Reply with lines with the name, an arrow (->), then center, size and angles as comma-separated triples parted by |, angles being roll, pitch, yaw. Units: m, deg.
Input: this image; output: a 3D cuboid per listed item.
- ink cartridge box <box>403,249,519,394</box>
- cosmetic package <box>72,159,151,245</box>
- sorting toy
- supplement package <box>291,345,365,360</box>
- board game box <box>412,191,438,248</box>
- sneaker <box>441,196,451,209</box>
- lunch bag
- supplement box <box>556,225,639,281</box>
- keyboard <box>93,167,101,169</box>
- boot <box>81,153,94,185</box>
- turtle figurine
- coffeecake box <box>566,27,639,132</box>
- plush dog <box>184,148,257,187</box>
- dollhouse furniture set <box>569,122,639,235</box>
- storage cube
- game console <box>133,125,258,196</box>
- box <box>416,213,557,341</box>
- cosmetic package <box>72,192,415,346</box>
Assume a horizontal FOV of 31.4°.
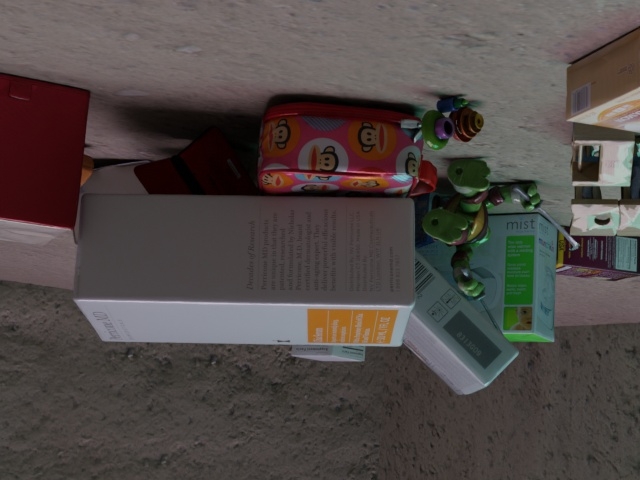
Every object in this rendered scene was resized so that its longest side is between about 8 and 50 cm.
ink cartridge box -> 0.184, 0.134, 2.013 | 0.308, 0.091, 0.385 | 44, 173, 7
cosmetic package -> -0.327, -0.036, 2.026 | 0.153, 0.129, 0.296 | -9, 168, 7
sorting toy -> 0.173, -0.151, 1.442 | 0.042, 0.061, 0.102 | -6, -171, 44
supplement package -> 0.026, 0.174, 2.829 | 0.139, 0.244, 0.134 | -4, 168, 39
board game box -> 0.181, -0.035, 2.017 | 0.020, 0.090, 0.090 | 9, 169, -17
sneaker -> 0.230, -0.049, 2.055 | 0.067, 0.042, 0.118 | 6, 163, -37
lunch bag -> 0.039, -0.101, 1.602 | 0.258, 0.120, 0.293 | 4, 170, -5
supplement box -> 0.534, 0.028, 2.267 | 0.188, 0.081, 0.104 | 7, 169, -16
keyboard -> -0.450, -0.108, 1.995 | 0.192, 0.038, 0.100 | 7, 170, -12
boot -> -0.522, -0.118, 1.837 | 0.220, 0.109, 0.283 | 8, 163, -43
turtle figurine -> 0.282, -0.012, 1.828 | 0.198, 0.275, 0.266 | -34, 156, 10
coffeecake box -> 0.388, -0.166, 1.251 | 0.185, 0.068, 0.142 | 7, 169, -19
plush dog -> -0.156, -0.066, 1.816 | 0.262, 0.211, 0.225 | 13, 148, -25
dollhouse furniture set -> 0.399, -0.112, 1.506 | 0.129, 0.129, 0.184 | 1, 140, 11
storage cube -> -0.432, -0.107, 1.540 | 0.215, 0.193, 0.183 | 10, 169, -26
game console -> -0.182, -0.086, 1.694 | 0.085, 0.124, 0.144 | 21, 149, 52
box -> 0.312, 0.074, 2.184 | 0.262, 0.231, 0.127 | -1, 168, 29
cosmetic package -> -0.100, 0.046, 1.613 | 0.453, 0.162, 0.230 | 1, 161, 1
